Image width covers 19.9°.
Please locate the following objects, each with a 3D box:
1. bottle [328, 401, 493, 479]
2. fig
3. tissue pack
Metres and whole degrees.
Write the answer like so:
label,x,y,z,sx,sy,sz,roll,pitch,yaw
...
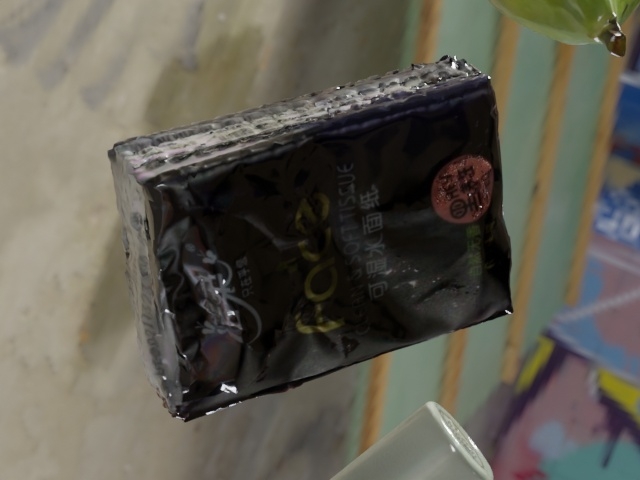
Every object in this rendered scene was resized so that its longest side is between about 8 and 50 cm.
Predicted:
label,x,y,z,sx,sy,sz,roll,pitch,yaw
bottle,0.047,0.271,1.801,0.245,0.104,0.104,-39,164,8
fig,0.299,-0.335,2.068,0.233,0.233,0.314,-68,-162,5
tissue pack,0.000,0.000,1.519,0.332,0.123,0.245,-16,117,-18
